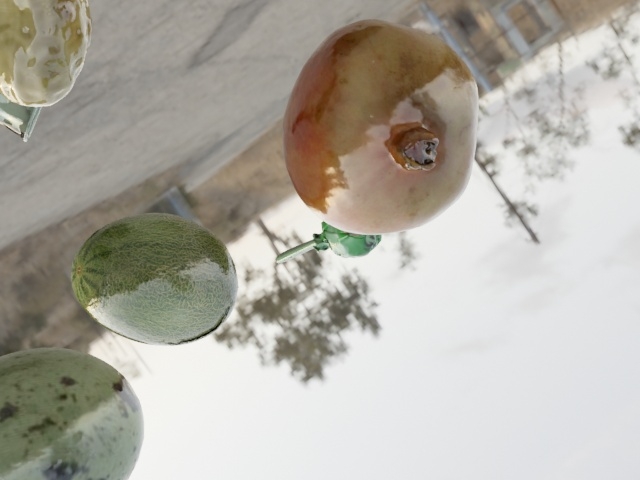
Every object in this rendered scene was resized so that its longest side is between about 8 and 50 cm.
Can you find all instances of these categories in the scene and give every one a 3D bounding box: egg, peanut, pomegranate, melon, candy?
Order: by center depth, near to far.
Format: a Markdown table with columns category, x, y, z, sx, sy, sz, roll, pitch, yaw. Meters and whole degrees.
| category | x | y | z | sx | sy | sz | roll | pitch | yaw |
| --- | --- | --- | --- | --- | --- | --- | --- | --- | --- |
| melon | -0.164 | 0.042 | 1.050 | 0.192 | 0.139 | 0.139 | 11 | 156 | -38 |
| peanut | -0.309 | -0.287 | 1.074 | 0.130 | 0.290 | 0.130 | 4 | -152 | -2 |
| pomegranate | 0.076 | -0.128 | 1.178 | 0.270 | 0.228 | 0.252 | -138 | -120 | -76 |
| egg | -0.453 | 0.317 | 1.529 | 0.379 | 0.288 | 0.287 | -27 | -177 | -33 |
| candy | 0.000 | 0.002 | 1.557 | 0.097 | 0.097 | 0.323 | -38 | -174 | -27 |

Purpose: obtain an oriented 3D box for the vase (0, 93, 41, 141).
| category | x | y | z | sx | sy | sz | roll | pitch | yaw |
| --- | --- | --- | --- | --- | --- | --- | --- | --- | --- |
| vase | -0.650 | -0.284 | 1.689 | 0.165 | 0.360 | 0.165 | -159 | -90 | -75 |
